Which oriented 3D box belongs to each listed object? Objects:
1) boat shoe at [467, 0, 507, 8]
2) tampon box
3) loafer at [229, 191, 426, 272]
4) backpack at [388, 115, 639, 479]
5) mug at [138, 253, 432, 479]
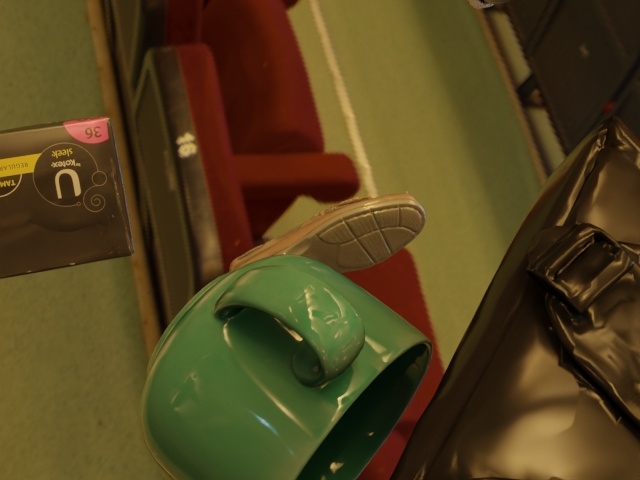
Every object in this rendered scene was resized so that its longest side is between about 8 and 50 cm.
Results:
[{"bbox_3d":[0.173,-0.323,1.018,0.324,0.097,0.116,43,47,-66],"label":"boat shoe"},{"bbox_3d":[-0.212,-0.036,0.788,0.120,0.161,0.101,-11,98,-13],"label":"tampon box"},{"bbox_3d":[0.000,0.000,0.624,0.045,0.125,0.039,60,5,-40],"label":"loafer"},{"bbox_3d":[0.198,0.171,0.440,0.355,0.273,0.290,25,68,12],"label":"backpack"},{"bbox_3d":[-0.018,0.061,0.497,0.097,0.157,0.129,36,29,19],"label":"mug"}]
